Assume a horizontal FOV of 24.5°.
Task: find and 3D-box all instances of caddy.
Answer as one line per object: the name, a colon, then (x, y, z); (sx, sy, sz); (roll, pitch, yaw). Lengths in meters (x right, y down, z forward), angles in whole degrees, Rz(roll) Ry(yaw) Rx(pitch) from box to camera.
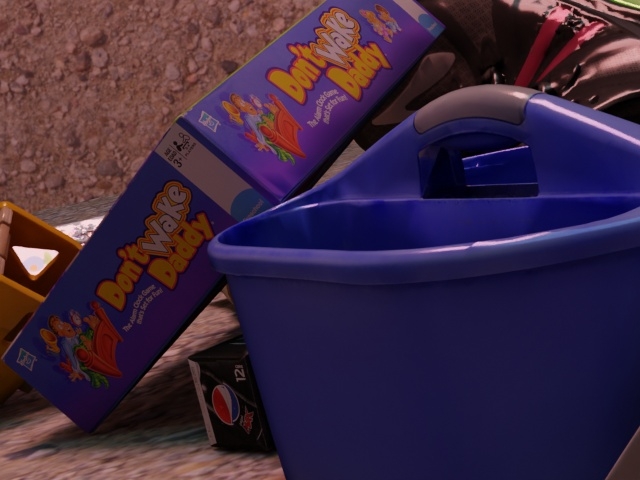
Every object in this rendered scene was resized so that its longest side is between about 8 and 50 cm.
caddy: (0.093, 0.013, 0.705); (0.241, 0.179, 0.341); (-18, 10, -28)

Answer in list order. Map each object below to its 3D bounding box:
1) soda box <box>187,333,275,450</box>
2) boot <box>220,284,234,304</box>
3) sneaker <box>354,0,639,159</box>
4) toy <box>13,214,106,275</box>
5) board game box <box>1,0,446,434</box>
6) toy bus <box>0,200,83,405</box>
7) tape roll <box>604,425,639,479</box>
soda box: (0.005, 0.069, 0.878); (0.169, 0.060, 0.053); (-20, 10, -42)
boot: (0.000, 0.000, 1.298); (0.213, 0.077, 0.165); (-23, 10, -14)
sneaker: (0.177, -0.090, 1.108); (0.483, 0.185, 0.202); (10, 47, 48)
toy: (-0.259, 0.067, 1.226); (0.237, 0.137, 0.056); (-16, -32, -15)
board game box: (-0.055, -0.043, 1.031); (0.233, 0.078, 0.347); (-49, 1, 32)
toy bus: (-0.253, 0.072, 1.099); (0.104, 0.191, 0.202); (32, -14, -27)
tape roll: (0.164, 0.019, 0.439); (0.072, 0.219, 0.219); (34, 26, 15)
